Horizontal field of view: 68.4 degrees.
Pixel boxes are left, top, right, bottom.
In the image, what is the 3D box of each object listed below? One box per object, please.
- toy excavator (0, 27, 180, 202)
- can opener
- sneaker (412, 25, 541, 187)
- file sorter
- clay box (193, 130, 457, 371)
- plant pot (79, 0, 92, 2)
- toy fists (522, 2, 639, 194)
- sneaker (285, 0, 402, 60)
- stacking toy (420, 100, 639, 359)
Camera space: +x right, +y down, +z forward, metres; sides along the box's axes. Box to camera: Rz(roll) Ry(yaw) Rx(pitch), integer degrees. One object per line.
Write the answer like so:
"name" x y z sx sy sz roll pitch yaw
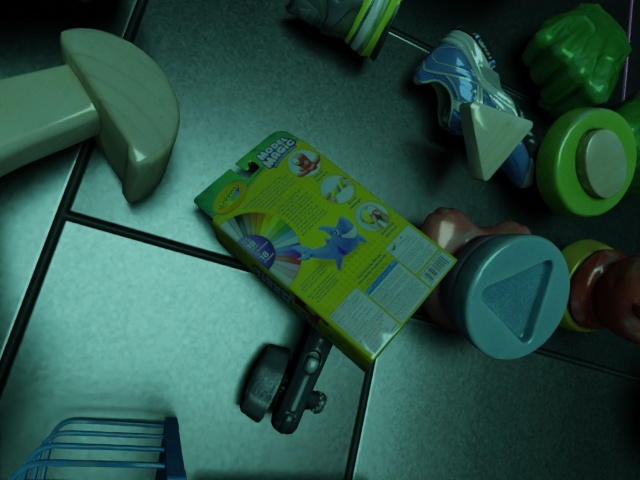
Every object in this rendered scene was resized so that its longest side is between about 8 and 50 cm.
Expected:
"toy excavator" -0.292 0.051 0.272 0.433 0.222 0.445 -2 73 -27
"can opener" -0.006 0.096 0.460 0.073 0.059 0.186 34 72 -13
"sneaker" 0.193 -0.148 0.577 0.081 0.080 0.211 -36 99 5
"file sorter" -0.158 0.200 0.326 0.105 0.170 0.118 10 79 -17
"clay box" 0.000 0.000 0.451 0.222 0.053 0.127 40 68 15
"plant pot" -0.298 -0.266 0.317 0.229 0.263 0.263 -29 93 -6
"toy fists" 0.383 -0.182 0.637 0.279 0.096 0.142 51 56 -6
"sneaker" 0.040 -0.359 0.524 0.121 0.111 0.299 13 76 -15
"stacking toy" 0.272 -0.008 0.505 0.309 0.130 0.279 0 101 -20
